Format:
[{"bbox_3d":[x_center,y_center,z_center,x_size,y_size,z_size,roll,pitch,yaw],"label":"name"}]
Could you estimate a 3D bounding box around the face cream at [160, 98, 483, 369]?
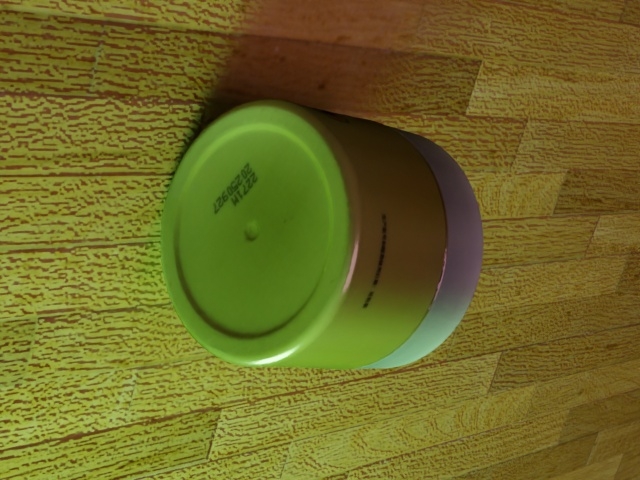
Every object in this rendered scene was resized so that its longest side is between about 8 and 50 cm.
[{"bbox_3d":[0.000,0.000,1.064,0.179,0.218,0.218,7,108,-50],"label":"face cream"}]
